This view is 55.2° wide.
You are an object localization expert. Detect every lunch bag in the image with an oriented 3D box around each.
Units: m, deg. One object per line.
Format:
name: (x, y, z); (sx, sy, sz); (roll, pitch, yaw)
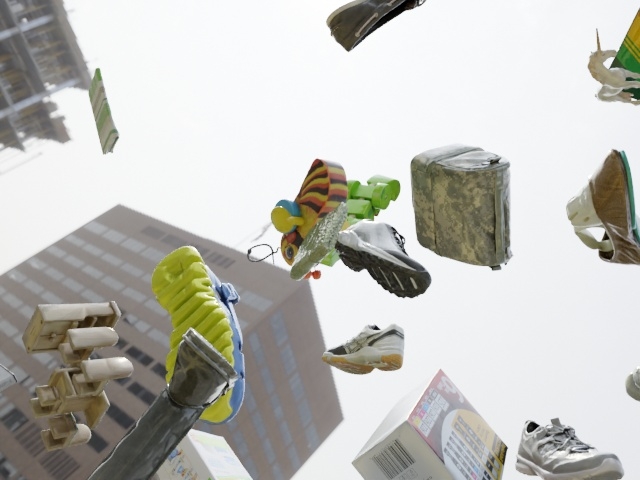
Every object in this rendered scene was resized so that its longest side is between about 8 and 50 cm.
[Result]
lunch bag: (0.396, -0.091, 1.637); (0.256, 0.213, 0.305); (34, -45, 59)

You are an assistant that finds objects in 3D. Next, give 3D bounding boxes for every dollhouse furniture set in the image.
dollhouse furniture set: (-0.453, 0.243, 1.198); (0.242, 0.161, 0.212); (52, -61, 31)

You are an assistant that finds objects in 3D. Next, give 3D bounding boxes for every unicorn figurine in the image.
unicorn figurine: (0.499, -0.270, 1.030); (0.111, 0.060, 0.162); (13, -22, 16)

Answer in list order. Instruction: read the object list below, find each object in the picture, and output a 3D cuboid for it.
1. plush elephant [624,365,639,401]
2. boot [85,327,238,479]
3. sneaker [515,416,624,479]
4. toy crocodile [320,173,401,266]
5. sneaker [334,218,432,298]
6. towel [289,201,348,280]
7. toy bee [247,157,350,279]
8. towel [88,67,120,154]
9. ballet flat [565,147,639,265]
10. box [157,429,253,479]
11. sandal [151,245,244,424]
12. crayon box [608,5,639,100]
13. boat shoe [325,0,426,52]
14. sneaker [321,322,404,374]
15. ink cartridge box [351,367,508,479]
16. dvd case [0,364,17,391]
plush elephant: (0.724, 0.192, 1.118); (0.272, 0.330, 0.255); (-1, -94, 16)
boot: (-0.183, 0.204, 0.656); (0.076, 0.208, 0.189); (41, -24, 19)
sneaker: (0.448, 0.392, 1.152); (0.281, 0.105, 0.115); (139, -44, -70)
toy crocodile: (0.088, -0.054, 1.489); (0.115, 0.340, 0.105); (11, -43, 32)
sneaker: (0.117, 0.018, 1.109); (0.100, 0.108, 0.271); (59, -13, -29)
towel: (0.000, 0.000, 1.065); (0.027, 0.148, 0.110); (40, -54, -12)
toy bee: (-0.020, -0.009, 1.239); (0.162, 0.195, 0.298); (59, -31, 33)
towel: (-0.452, -0.267, 1.281); (0.113, 0.023, 0.151); (-27, -104, 57)
ballet flat: (0.535, -0.044, 1.149); (0.124, 0.116, 0.342); (-13, -32, 29)
box: (-0.212, 0.468, 1.173); (0.114, 0.103, 0.203); (32, 1, -40)
sandal: (-0.166, 0.145, 0.952); (0.138, 0.126, 0.317); (44, 17, -42)
crayon box: (0.729, -0.387, 1.064); (0.313, 0.106, 0.362); (29, -48, 19)
boat shoe: (0.174, -0.561, 1.474); (0.095, 0.335, 0.112); (60, -6, 4)
sneaker: (0.037, 0.087, 0.496); (0.083, 0.036, 0.032); (-15, -39, 44)
ink cartridge box: (0.230, 0.405, 1.082); (0.130, 0.309, 0.272); (-44, -101, 18)
dvd case: (-0.717, 0.310, 1.151); (0.180, 0.253, 0.022); (1, -65, 51)
